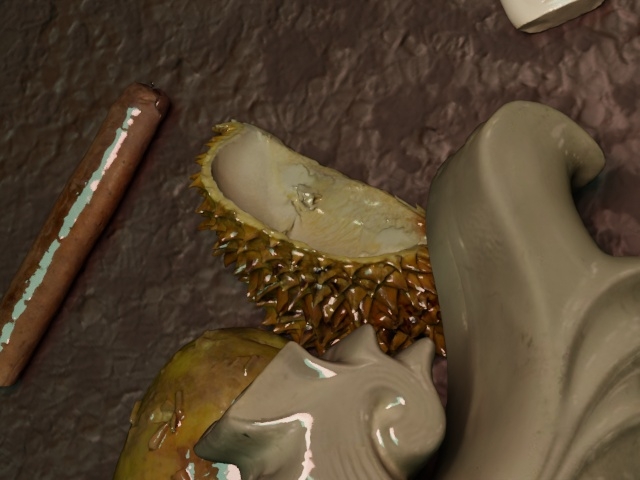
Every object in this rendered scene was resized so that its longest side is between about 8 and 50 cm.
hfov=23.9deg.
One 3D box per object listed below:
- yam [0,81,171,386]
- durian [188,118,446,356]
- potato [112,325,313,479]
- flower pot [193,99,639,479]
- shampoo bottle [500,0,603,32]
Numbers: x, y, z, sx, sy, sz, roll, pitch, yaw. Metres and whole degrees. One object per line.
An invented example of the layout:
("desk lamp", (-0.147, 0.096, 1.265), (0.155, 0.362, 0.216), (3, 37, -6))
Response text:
("yam", (-0.194, -0.008, 1.184), (0.046, 0.046, 0.264), (30, 92, 18))
("durian", (0.000, 0.000, 1.098), (0.252, 0.144, 0.139), (22, 68, 23))
("potato", (-0.065, 0.208, 1.067), (0.176, 0.141, 0.298), (0, 83, 28))
("flower pot", (0.110, 0.103, 0.949), (0.254, 0.164, 0.367), (43, 63, 1))
("shampoo bottle", (0.150, -0.232, 1.107), (0.077, 0.045, 0.152), (-24, 78, 15))
